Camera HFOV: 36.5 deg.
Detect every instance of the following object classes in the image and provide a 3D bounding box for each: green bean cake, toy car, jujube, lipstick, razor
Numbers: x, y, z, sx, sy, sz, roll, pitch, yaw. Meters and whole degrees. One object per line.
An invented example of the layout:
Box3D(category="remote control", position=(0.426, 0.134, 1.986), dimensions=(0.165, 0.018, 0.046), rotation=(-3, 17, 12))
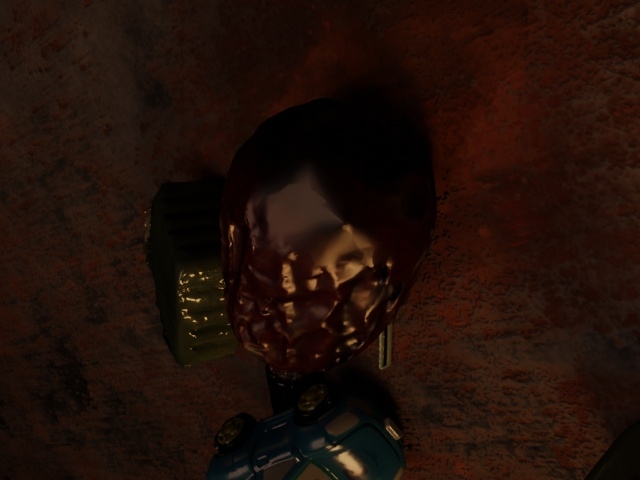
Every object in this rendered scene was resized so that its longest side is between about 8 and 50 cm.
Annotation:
Box3D(category="green bean cake", position=(-0.186, 0.047, 1.438), dimensions=(0.223, 0.124, 0.227), rotation=(-118, 32, -41))
Box3D(category="toy car", position=(-0.023, 0.345, 1.437), dimensions=(0.314, 0.166, 0.198), rotation=(-25, 117, 27))
Box3D(category="jujube", position=(0.000, 0.000, 1.189), dimensions=(0.258, 0.258, 0.377), rotation=(39, 145, 19))
Box3D(category="lipstick", position=(-0.051, 0.151, 1.462), dimensions=(0.077, 0.077, 0.419), rotation=(19, 128, 36))
Box3D(category="razor", position=(-0.001, 0.126, 1.378), dimensions=(0.211, 0.036, 0.084), rotation=(9, 126, 14))

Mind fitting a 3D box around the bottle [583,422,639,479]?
Box3D(category="bottle", position=(0.309, 0.342, 1.012), dimensions=(0.168, 0.347, 0.169), rotation=(27, 133, 33))
